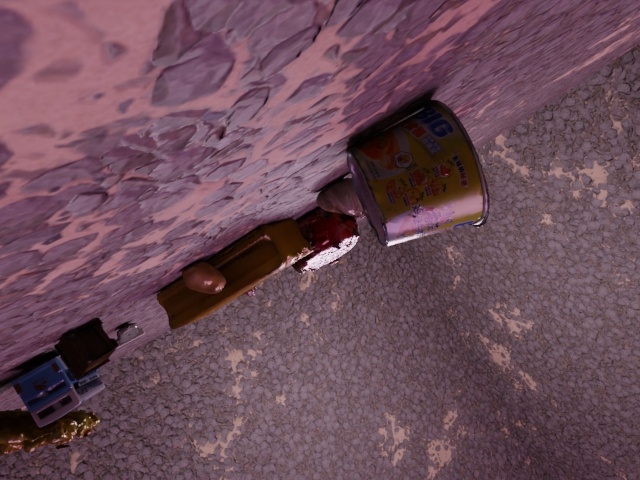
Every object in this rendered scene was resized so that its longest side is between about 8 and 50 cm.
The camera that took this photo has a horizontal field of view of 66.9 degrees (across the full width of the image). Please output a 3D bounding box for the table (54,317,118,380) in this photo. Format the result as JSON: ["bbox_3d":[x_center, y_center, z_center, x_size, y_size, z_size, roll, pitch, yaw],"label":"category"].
[{"bbox_3d":[-0.448,0.204,0.931,0.070,0.083,0.082,-32,173,-47],"label":"table"}]

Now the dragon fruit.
[{"bbox_3d":[0.000,0.000,1.284,0.282,0.147,0.211,-31,178,-13],"label":"dragon fruit"}]

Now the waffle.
[{"bbox_3d":[-0.692,0.430,1.108,0.303,0.068,0.325,-1,172,17],"label":"waffle"}]

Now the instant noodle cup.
[{"bbox_3d":[0.135,-0.089,0.734,0.153,0.204,0.205,-21,177,1],"label":"instant noodle cup"}]

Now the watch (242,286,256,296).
[{"bbox_3d":[-0.343,0.175,1.573,0.269,0.102,0.165,-21,168,-11],"label":"watch"}]

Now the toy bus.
[{"bbox_3d":[-0.582,0.322,1.100,0.106,0.130,0.297,-31,178,-17],"label":"toy bus"}]

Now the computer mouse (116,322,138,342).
[{"bbox_3d":[-0.527,0.243,1.315,0.056,0.032,0.110,-30,167,-30],"label":"computer mouse"}]

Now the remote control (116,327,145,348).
[{"bbox_3d":[-0.688,0.355,1.630,0.190,0.029,0.087,-28,176,-37],"label":"remote control"}]

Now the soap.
[{"bbox_3d":[-0.189,0.072,1.089,0.325,0.096,0.204,-32,177,18],"label":"soap"}]

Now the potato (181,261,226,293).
[{"bbox_3d":[-0.233,0.076,0.966,0.062,0.083,0.068,-56,-175,-19],"label":"potato"}]

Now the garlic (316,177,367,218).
[{"bbox_3d":[0.050,-0.086,0.965,0.113,0.094,0.074,-24,136,-11],"label":"garlic"}]
